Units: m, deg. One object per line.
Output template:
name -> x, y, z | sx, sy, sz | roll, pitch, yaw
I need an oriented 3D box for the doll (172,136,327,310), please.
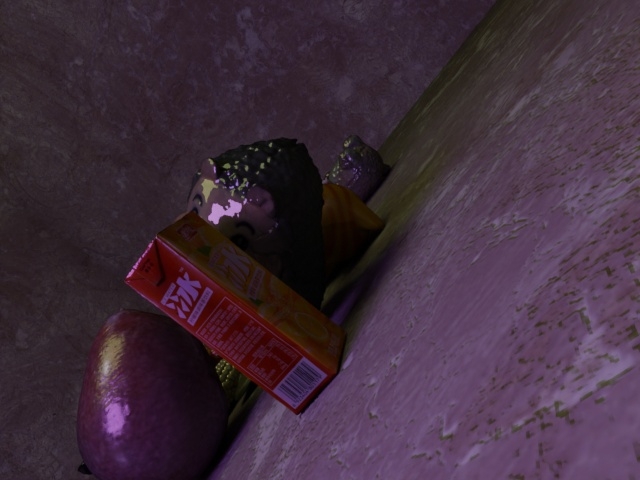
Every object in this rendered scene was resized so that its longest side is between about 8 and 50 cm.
doll -> -0.100, 0.024, 0.754 | 0.247, 0.247, 0.350 | -57, -11, -47

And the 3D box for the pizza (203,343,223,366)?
pizza -> -0.243, 0.281, 1.141 | 0.251, 0.074, 0.288 | -61, -16, -7

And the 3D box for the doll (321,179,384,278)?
doll -> -0.009, -0.012, 0.996 | 0.166, 0.162, 0.269 | -15, -18, -21

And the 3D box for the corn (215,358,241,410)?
corn -> -0.199, 0.301, 1.060 | 0.211, 0.087, 0.087 | -49, 0, -37

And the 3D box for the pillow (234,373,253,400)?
pillow -> -0.091, 0.196, 1.002 | 0.217, 0.033, 0.130 | -53, 5, 5

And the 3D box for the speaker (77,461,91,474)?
speaker -> -0.402, 0.458, 1.289 | 0.232, 0.184, 0.254 | -50, 3, 34

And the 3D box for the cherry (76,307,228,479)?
cherry -> -0.259, 0.250, 0.839 | 0.221, 0.307, 0.261 | -12, -12, -14

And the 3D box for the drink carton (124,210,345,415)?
drink carton -> -0.082, 0.072, 0.573 | 0.071, 0.223, 0.096 | -50, 5, 20

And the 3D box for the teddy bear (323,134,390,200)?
teddy bear -> 0.061, -0.147, 1.477 | 0.267, 0.151, 0.236 | -45, 14, 33
